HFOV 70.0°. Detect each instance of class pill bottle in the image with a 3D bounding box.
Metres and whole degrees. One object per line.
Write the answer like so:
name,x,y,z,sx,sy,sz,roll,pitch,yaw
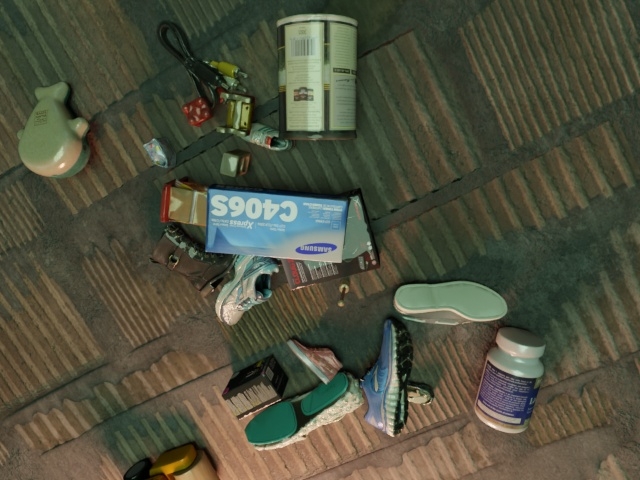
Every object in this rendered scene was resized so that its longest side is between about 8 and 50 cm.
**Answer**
pill bottle,0.540,0.391,1.299,0.153,0.153,0.265,9,105,4

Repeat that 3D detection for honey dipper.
honey dipper,0.063,0.151,1.289,0.030,0.161,0.030,2,105,7

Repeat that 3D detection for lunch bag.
lunch bag,-0.450,-0.244,1.295,0.053,0.071,0.083,-29,100,14

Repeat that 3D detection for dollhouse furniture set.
dollhouse furniture set,-0.294,-0.216,1.240,0.201,0.152,0.374,13,106,4

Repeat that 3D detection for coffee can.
coffee can,-0.007,-0.393,1.139,0.201,0.201,0.275,2,104,6

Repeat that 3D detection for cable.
cable,-0.332,-0.471,1.248,0.287,0.072,0.139,40,122,8

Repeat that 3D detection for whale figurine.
whale figurine,-0.744,-0.307,1.300,0.216,0.141,0.272,-10,78,9

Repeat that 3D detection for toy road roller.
toy road roller,-0.516,0.850,1.490,0.329,0.240,0.202,-24,100,12

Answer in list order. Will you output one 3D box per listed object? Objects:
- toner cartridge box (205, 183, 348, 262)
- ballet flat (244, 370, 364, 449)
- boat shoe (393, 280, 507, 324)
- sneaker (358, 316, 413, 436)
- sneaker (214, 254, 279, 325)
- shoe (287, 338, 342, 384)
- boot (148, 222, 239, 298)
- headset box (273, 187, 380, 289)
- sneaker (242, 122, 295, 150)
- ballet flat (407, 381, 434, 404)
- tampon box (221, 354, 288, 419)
toner cartridge box,-0.111,-0.044,1.164,0.348,0.075,0.165,4,107,-3
ballet flat,-0.040,0.555,1.424,0.409,0.147,0.147,-31,99,13
boat shoe,0.366,0.187,1.315,0.319,0.116,0.099,3,148,-1
sneaker,0.180,0.389,1.339,0.147,0.130,0.330,4,83,33
sneaker,-0.210,0.150,1.316,0.122,0.110,0.283,38,118,24
shoe,-0.017,0.351,1.405,0.178,0.063,0.081,42,73,13
boot,-0.363,0.029,1.344,0.229,0.091,0.263,41,107,-5
headset box,0.000,0.000,1.284,0.293,0.110,0.218,-14,103,10
sneaker,-0.150,-0.283,1.248,0.161,0.075,0.057,17,105,2
ballet flat,0.255,0.464,1.397,0.188,0.070,0.070,3,104,6
tampon box,-0.201,0.453,1.416,0.161,0.120,0.101,-29,100,12
